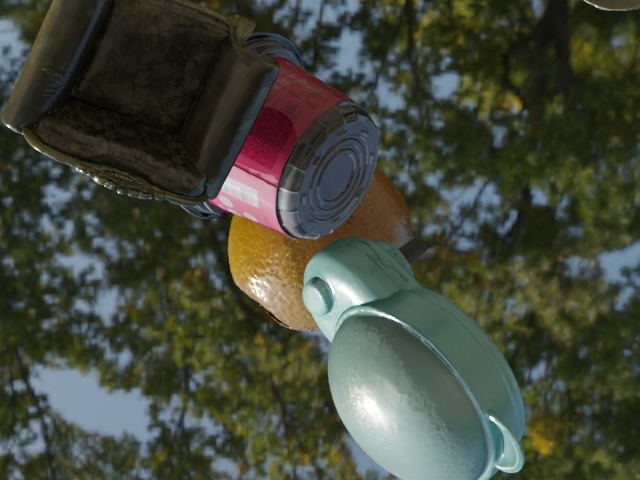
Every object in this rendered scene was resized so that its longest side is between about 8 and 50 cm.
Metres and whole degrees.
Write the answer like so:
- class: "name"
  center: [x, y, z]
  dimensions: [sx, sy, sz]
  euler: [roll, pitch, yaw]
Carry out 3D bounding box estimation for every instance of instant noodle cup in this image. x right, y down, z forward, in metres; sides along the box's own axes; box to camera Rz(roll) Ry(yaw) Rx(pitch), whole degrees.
- class: "instant noodle cup"
  center: [-0.044, -0.112, 1.623]
  dimensions: [0.182, 0.258, 0.302]
  euler: [30, -167, 30]

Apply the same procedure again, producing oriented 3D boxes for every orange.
- class: "orange"
  center: [0.000, 0.000, 1.879]
  dimensions: [0.274, 0.274, 0.274]
  euler: [3, -140, -2]

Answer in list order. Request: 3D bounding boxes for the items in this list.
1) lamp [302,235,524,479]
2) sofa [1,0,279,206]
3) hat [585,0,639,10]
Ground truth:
- class: "lamp"
  center: [0.083, 0.122, 1.240]
  dimensions: [0.147, 0.209, 0.284]
  euler: [-14, -113, -24]
- class: "sofa"
  center: [-0.191, -0.172, 1.400]
  dimensions: [0.258, 0.200, 0.182]
  euler: [21, -162, -25]
- class: "hat"
  center: [0.385, -0.407, 1.648]
  dimensions: [0.244, 0.214, 0.149]
  euler: [54, -152, 14]
